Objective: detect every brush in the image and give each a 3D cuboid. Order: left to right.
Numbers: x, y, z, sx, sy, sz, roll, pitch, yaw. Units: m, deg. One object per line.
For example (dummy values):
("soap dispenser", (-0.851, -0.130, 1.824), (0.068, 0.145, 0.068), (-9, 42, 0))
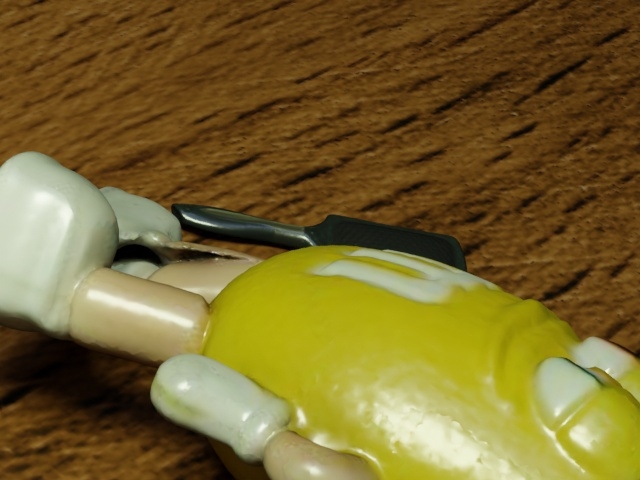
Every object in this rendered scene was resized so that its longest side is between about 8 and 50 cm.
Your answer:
("brush", (0.000, 0.000, 1.166), (0.193, 0.016, 0.063), (9, 35, -7))

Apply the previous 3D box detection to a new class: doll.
("doll", (0.014, 0.069, 0.972), (0.423, 0.161, 0.348), (16, 18, -11))
